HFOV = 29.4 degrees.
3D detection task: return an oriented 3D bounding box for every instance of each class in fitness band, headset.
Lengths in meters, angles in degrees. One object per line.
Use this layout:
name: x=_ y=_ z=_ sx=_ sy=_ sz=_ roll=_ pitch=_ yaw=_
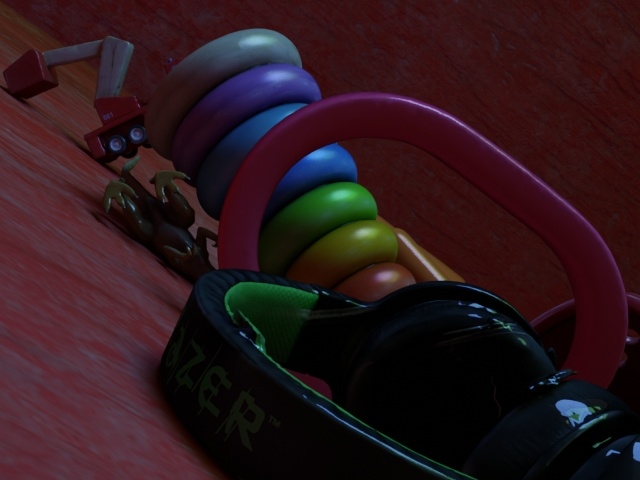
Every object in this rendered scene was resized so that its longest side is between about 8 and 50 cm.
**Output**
fitness band: x=0.067 y=0.031 z=0.809 sx=0.290 sy=0.209 sz=0.054 roll=36 pitch=4 yaw=-10
headset: x=0.112 y=0.090 z=0.643 sx=0.394 sy=0.185 sz=0.243 roll=22 pitch=11 yaw=-32

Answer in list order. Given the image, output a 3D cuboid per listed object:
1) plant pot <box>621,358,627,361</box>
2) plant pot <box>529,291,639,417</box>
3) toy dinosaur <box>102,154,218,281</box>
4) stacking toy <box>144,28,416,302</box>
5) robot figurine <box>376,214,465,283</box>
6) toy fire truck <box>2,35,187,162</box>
plant pot: x=0.468 y=0.282 z=1.616 sx=0.165 sy=0.165 sz=0.234 roll=34 pitch=36 yaw=-53
plant pot: x=0.227 y=0.159 z=0.912 sx=0.174 sy=0.191 sz=0.191 roll=40 pitch=1 yaw=-28
toy dinosaur: x=-0.128 y=-0.018 z=0.941 sx=0.211 sy=0.064 sz=0.112 roll=48 pitch=-12 yaw=31
stacking toy: x=0.000 y=0.000 z=0.927 sx=0.330 sy=0.141 sz=0.141 roll=56 pitch=10 yaw=20
robot figurine: x=0.059 y=0.063 z=1.038 sx=0.219 sy=0.158 sz=0.128 roll=37 pitch=22 yaw=8
toy fire truck: x=-0.206 y=-0.153 z=1.223 sx=0.047 sy=0.192 sz=0.135 roll=9 pitch=57 yaw=-82
